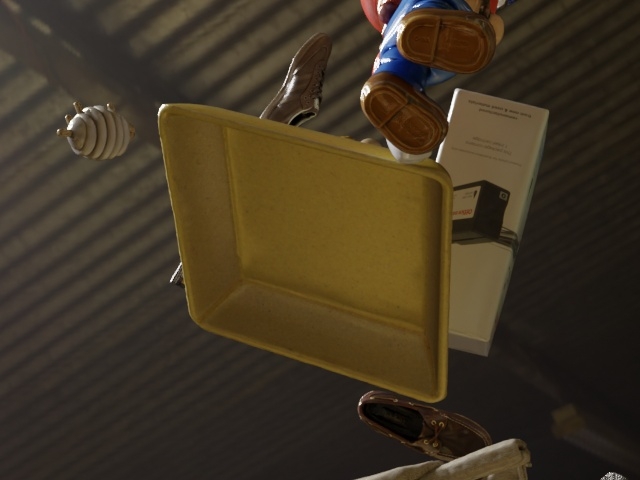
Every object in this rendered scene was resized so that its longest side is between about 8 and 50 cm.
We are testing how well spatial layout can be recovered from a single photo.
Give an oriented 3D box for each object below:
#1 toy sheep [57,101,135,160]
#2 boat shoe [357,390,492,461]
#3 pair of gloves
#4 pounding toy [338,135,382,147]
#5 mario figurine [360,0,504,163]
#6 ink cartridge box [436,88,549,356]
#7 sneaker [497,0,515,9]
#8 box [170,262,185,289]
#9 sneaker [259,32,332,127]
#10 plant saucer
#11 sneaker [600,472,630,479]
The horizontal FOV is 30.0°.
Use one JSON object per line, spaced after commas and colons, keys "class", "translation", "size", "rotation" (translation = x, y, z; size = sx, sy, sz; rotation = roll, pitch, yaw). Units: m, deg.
{"class": "toy sheep", "translation": [-0.335, -0.161, 1.786], "size": [0.132, 0.091, 0.091], "rotation": [-6, -30, -38]}
{"class": "boat shoe", "translation": [0.152, 0.280, 1.771], "size": [0.207, 0.073, 0.073], "rotation": [16, -2, 10]}
{"class": "pair of gloves", "translation": [0.091, 0.226, 1.066], "size": [0.204, 0.042, 0.240], "rotation": [-16, -15, 5]}
{"class": "pounding toy", "translation": [0.026, -0.156, 2.379], "size": [0.183, 0.110, 0.237], "rotation": [-23, -9, -7]}
{"class": "mario figurine", "translation": [0.130, -0.194, 1.125], "size": [0.198, 0.320, 0.170], "rotation": [-23, -66, 19]}
{"class": "ink cartridge box", "translation": [0.202, -0.015, 1.588], "size": [0.129, 0.307, 0.223], "rotation": [15, -9, 10]}
{"class": "sneaker", "translation": [0.264, -0.465, 1.829], "size": [0.127, 0.182, 0.315], "rotation": [-42, -20, -8]}
{"class": "box", "translation": [-0.146, 0.033, 2.115], "size": [0.163, 0.142, 0.247], "rotation": [-62, -3, 2]}
{"class": "sneaker", "translation": [-0.021, -0.221, 1.809], "size": [0.188, 0.071, 0.066], "rotation": [-59, -21, 0]}
{"class": "plant saucer", "translation": [0.000, 0.000, 1.315], "size": [0.081, 0.333, 0.333], "rotation": [-54, -28, -42]}
{"class": "sneaker", "translation": [0.361, 0.312, 1.466], "size": [0.044, 0.040, 0.109], "rotation": [14, -24, -9]}
